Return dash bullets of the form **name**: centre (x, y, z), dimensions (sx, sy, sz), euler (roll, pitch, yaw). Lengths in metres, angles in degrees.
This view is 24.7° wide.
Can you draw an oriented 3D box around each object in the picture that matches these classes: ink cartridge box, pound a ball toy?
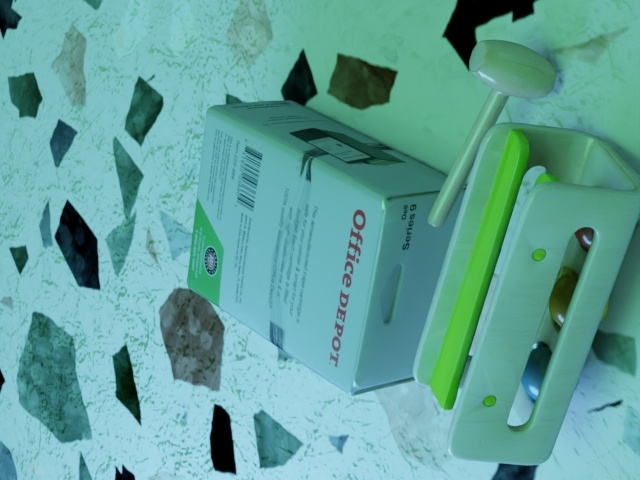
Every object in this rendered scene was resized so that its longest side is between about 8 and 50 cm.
- **ink cartridge box**: centre (0.000, 0.000, 1.492), dimensions (0.289, 0.121, 0.211), euler (31, 119, 44)
- **pound a ball toy**: centre (0.184, 0.009, 1.292), dimensions (0.208, 0.136, 0.319), euler (-114, 34, -58)
